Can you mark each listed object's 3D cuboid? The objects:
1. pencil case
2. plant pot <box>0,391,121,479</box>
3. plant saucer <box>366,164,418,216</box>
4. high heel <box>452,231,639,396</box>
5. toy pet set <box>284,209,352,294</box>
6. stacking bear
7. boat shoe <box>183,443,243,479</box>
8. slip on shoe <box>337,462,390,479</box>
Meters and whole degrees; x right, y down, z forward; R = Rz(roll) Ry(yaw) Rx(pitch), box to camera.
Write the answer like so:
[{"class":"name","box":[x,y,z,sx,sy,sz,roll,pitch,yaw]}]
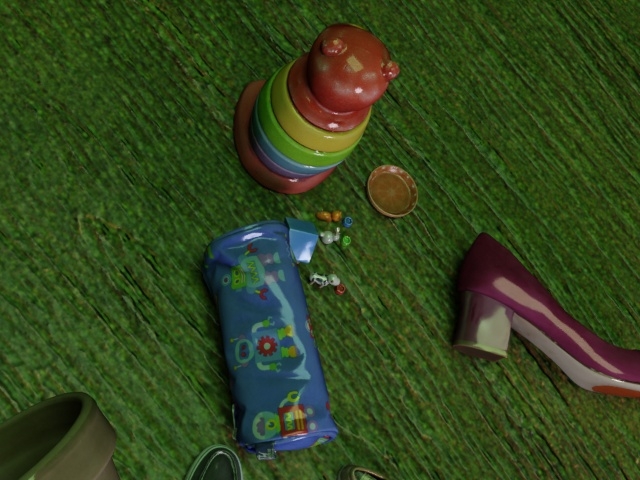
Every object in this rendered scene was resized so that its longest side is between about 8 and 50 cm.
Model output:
[{"class":"pencil case","box":[-0.072,0.129,1.343,0.133,0.119,0.306,-14,74,2]},{"class":"plant pot","box":[-0.296,0.329,1.112,0.263,0.263,0.229,-39,107,-31]},{"class":"plant saucer","box":[0.106,-0.073,1.563,0.083,0.013,0.083,8,67,-20]},{"class":"high heel","box":[0.382,0.116,1.534,0.377,0.127,0.181,17,74,-13]},{"class":"toy pet set","box":[0.000,0.000,1.456,0.114,0.065,0.122,14,64,-18]},{"class":"stacking bear","box":[0.001,-0.189,1.403,0.175,0.289,0.164,25,62,-13]},{"class":"boat shoe","box":[-0.137,0.351,1.247,0.080,0.076,0.228,24,62,-13]},{"class":"slip on shoe","box":[0.087,0.335,1.372,0.135,0.041,0.051,35,60,-7]}]
